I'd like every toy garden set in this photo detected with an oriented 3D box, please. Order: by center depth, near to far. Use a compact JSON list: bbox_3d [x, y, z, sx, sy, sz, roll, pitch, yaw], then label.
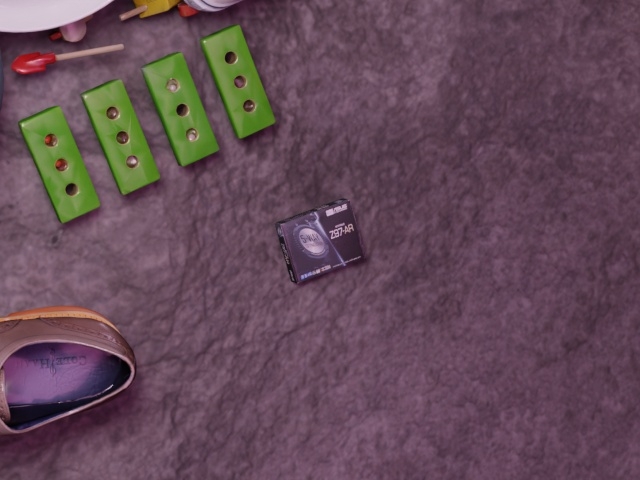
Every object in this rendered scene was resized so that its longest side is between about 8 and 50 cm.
[{"bbox_3d":[-0.192,-0.161,1.933,0.244,0.049,0.204,-26,106,-18],"label":"toy garden set"}]

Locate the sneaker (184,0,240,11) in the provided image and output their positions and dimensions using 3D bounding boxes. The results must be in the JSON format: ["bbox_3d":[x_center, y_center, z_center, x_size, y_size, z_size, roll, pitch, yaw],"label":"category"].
[{"bbox_3d":[-0.030,-0.308,1.939,0.258,0.091,0.094,-45,112,-31],"label":"sneaker"}]

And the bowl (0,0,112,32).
[{"bbox_3d":[-0.288,-0.353,1.807,0.297,0.134,0.298,-9,114,-21],"label":"bowl"}]

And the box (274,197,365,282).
[{"bbox_3d":[0.000,0.000,2.044,0.083,0.018,0.067,-19,103,-20],"label":"box"}]

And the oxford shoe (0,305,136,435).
[{"bbox_3d":[-0.352,0.132,1.839,0.363,0.132,0.130,-12,101,-18],"label":"oxford shoe"}]

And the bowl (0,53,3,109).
[{"bbox_3d":[-0.427,-0.103,1.710,0.311,0.163,0.312,-7,121,-11],"label":"bowl"}]
